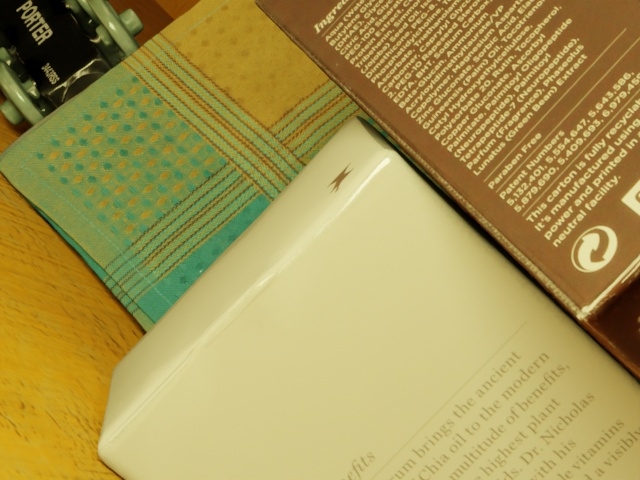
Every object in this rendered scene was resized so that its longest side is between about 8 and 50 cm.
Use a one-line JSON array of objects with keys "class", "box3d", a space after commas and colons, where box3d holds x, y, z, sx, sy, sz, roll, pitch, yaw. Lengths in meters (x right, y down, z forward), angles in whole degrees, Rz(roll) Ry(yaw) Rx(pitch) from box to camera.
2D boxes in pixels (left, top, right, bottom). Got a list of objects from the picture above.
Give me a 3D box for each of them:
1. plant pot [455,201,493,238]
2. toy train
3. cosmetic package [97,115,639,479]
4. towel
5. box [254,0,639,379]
[{"class": "plant pot", "box3d": [0.000, 0.000, 1.345, 0.267, 0.267, 0.236, 47, 19, 31]}, {"class": "toy train", "box3d": [-0.214, -0.144, 1.459, 0.190, 0.142, 0.334, 54, -3, -35]}, {"class": "cosmetic package", "box3d": [0.114, 0.165, 0.962, 0.453, 0.230, 0.161, 43, 6, -12]}, {"class": "towel", "box3d": [-0.021, -0.086, 1.204, 0.271, 0.370, 0.040, 46, -9, 25]}, {"class": "box", "box3d": [0.134, -0.057, 0.889, 0.191, 0.143, 0.381, 39, 5, -39]}]
